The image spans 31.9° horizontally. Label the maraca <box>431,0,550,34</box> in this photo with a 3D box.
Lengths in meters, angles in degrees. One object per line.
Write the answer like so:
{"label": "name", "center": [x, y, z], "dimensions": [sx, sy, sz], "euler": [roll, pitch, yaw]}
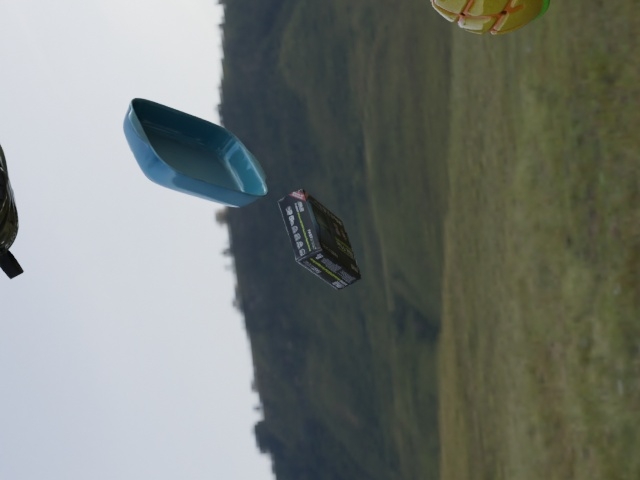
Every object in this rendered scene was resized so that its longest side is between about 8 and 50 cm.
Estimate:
{"label": "maraca", "center": [0.136, -0.259, 1.040], "dimensions": [0.185, 0.127, 0.099], "euler": [35, -113, -32]}

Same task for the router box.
{"label": "router box", "center": [0.000, 0.000, 1.413], "dimensions": [0.122, 0.038, 0.092], "euler": [36, -148, -57]}

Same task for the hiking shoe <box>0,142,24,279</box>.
{"label": "hiking shoe", "center": [-0.253, -0.076, 0.688], "dimensions": [0.227, 0.086, 0.114], "euler": [60, 167, 20]}

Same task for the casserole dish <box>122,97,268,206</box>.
{"label": "casserole dish", "center": [-0.134, -0.086, 1.167], "dimensions": [0.188, 0.037, 0.114], "euler": [14, -142, -48]}
